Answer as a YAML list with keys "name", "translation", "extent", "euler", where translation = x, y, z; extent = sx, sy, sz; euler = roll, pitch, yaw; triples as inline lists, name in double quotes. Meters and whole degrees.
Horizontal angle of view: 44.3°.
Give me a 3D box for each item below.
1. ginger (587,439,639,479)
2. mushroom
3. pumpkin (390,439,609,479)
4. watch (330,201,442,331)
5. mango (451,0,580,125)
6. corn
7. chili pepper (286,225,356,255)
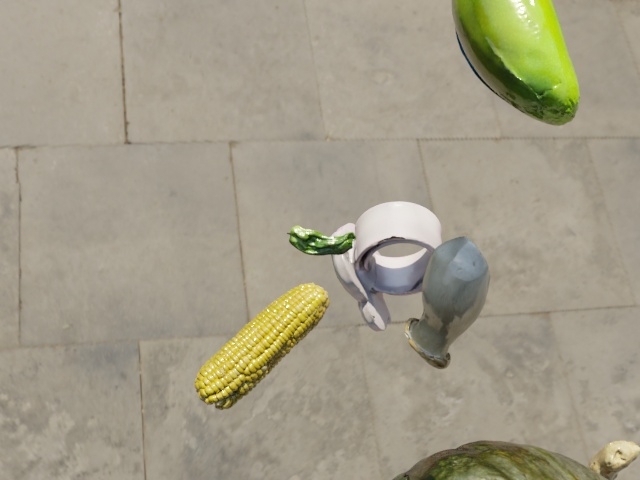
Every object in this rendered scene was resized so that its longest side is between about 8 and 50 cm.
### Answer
- name: "ginger"
  translation: [0.327, 0.362, 1.073]
  extent: [0.149, 0.258, 0.065]
  euler: [18, 30, -38]
- name: "mushroom"
  translation: [0.181, 0.088, 1.121]
  extent: [0.097, 0.212, 0.088]
  euler: [27, 40, 12]
- name: "pumpkin"
  translation: [0.109, 0.244, 0.520]
  extent: [0.238, 0.159, 0.238]
  euler: [-6, 109, -19]
- name: "watch"
  translation: [0.155, 0.049, 1.621]
  extent: [0.217, 0.248, 0.211]
  euler: [-20, 43, 23]
- name: "mango"
  translation: [0.217, -0.227, 0.886]
  extent: [0.111, 0.125, 0.233]
  euler: [-27, 76, 14]
- name: "corn"
  translation: [-0.099, 0.184, 1.387]
  extent: [0.292, 0.101, 0.101]
  euler: [-40, 80, -12]
- name: "chili pepper"
  translation: [0.000, 0.001, 1.022]
  extent: [0.091, 0.030, 0.034]
  euler: [8, 69, -1]
